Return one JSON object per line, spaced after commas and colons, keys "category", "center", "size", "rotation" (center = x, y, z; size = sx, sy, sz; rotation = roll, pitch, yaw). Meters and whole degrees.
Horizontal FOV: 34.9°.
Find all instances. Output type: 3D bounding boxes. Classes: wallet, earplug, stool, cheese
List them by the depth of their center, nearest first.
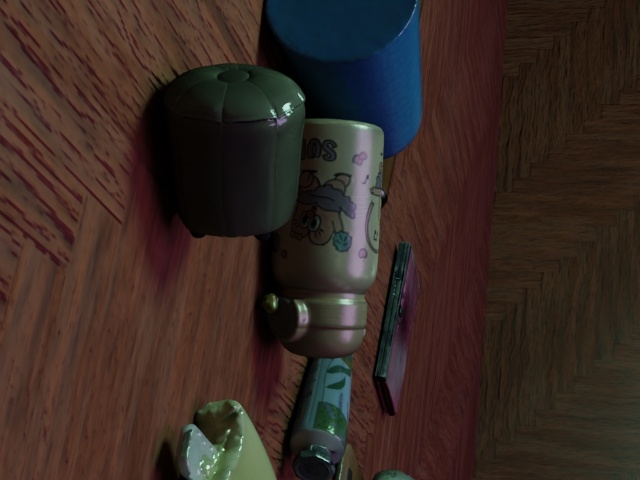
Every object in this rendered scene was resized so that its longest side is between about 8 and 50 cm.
{"category": "stool", "center": [-0.058, -0.060, 0.687], "size": [0.096, 0.096, 0.110], "rotation": [-59, 154, -61]}
{"category": "cheese", "center": [-0.052, 0.213, 0.754], "size": [0.127, 0.050, 0.235], "rotation": [-84, 152, -47]}
{"category": "earplug", "center": [0.040, -0.164, 0.989], "size": [0.273, 0.132, 0.132], "rotation": [63, 32, -68]}
{"category": "wallet", "center": [0.113, 0.128, 1.487], "size": [0.119, 0.025, 0.232], "rotation": [74, 24, -51]}

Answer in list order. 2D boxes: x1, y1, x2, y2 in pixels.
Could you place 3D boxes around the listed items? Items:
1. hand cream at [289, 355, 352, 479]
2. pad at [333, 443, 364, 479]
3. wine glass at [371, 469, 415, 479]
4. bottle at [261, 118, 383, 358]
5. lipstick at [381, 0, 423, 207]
{"category": "hand cream", "center": [0.008, 0.139, 1.057], "size": [0.256, 0.055, 0.088], "rotation": [-79, 169, -53]}
{"category": "pad", "center": [0.031, 0.425, 1.236], "size": [0.284, 0.018, 0.286], "rotation": [72, 23, -51]}
{"category": "wine glass", "center": [0.078, 0.356, 1.245], "size": [0.155, 0.072, 0.072], "rotation": [-63, 151, -59]}
{"category": "bottle", "center": [0.000, 0.000, 0.910], "size": [0.110, 0.097, 0.209], "rotation": [5, 87, -43]}
{"category": "lipstick", "center": [0.081, -0.187, 1.264], "size": [0.057, 0.057, 0.356], "rotation": [72, 25, -53]}
